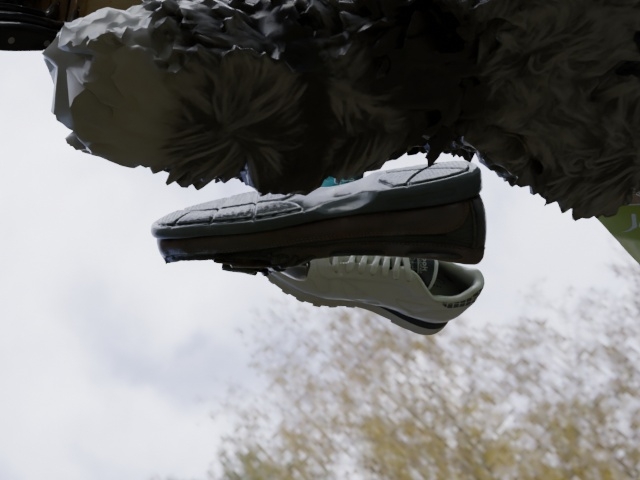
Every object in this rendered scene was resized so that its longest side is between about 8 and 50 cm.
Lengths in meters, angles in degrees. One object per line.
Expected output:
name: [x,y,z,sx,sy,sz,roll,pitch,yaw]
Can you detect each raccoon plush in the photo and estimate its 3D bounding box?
raccoon plush: [0.068,-0.188,0.756,0.447,0.299,0.216,3,-53,-21]

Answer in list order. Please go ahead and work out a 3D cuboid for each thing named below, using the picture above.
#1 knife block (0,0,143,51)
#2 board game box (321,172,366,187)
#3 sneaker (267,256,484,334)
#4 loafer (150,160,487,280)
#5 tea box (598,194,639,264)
knife block: [-0.169,-0.192,1.132,0.242,0.276,0.088,-62,-9,-64]
board game box: [-0.012,-0.058,1.755,0.126,0.186,0.026,7,-41,6]
sneaker: [0.052,0.025,1.409,0.235,0.095,0.090,14,-115,-20]
loafer: [0.000,0.000,1.089,0.268,0.096,0.084,-9,-75,9]
tea box: [0.412,-0.114,1.198,0.323,0.220,0.329,41,-121,-41]
